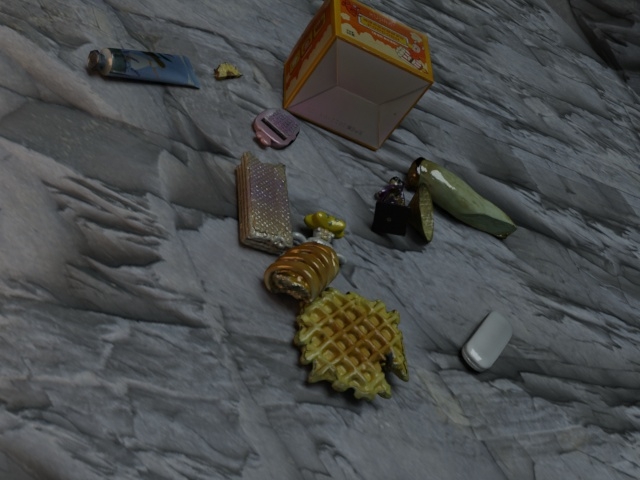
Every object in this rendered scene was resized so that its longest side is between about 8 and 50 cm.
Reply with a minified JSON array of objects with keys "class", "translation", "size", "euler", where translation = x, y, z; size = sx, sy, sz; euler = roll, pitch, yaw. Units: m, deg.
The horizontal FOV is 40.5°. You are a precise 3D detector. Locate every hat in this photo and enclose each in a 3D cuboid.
[{"class":"hat","translation":[0.227,-0.065,2.107],"size":[0.146,0.067,0.146],"euler":[-6,90,-70]}]

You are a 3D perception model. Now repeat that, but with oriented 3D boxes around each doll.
[{"class":"doll","translation":[-0.007,-0.003,1.873],"size":[0.135,0.071,0.113],"euler":[2,72,-29]}]

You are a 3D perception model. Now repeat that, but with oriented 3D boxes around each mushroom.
[{"class":"mushroom","translation":[0.363,-0.100,2.224],"size":[0.333,0.087,0.107],"euler":[35,40,-11]}]

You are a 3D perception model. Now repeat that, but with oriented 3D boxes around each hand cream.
[{"class":"hand cream","translation":[-0.385,-0.386,1.916],"size":[0.271,0.058,0.091],"euler":[-3,60,-46]}]

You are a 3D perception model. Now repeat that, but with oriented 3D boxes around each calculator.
[{"class":"calculator","translation":[-0.105,-0.263,2.047],"size":[0.103,0.024,0.166],"euler":[42,38,0]}]

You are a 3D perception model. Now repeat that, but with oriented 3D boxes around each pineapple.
[{"class":"pineapple","translation":[-0.227,-0.406,2.082],"size":[0.083,0.019,0.045],"euler":[-23,77,-48]}]

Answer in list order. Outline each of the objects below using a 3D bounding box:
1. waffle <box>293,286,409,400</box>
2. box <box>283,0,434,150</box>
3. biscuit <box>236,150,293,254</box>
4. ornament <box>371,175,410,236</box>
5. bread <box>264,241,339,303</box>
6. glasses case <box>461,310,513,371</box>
[{"class":"waffle","translation":[0.063,0.202,1.730],"size":[0.249,0.056,0.261],"euler":[15,47,-21]},{"class":"box","translation":[0.089,-0.420,2.155],"size":[0.283,0.259,0.214],"euler":[20,42,-23]},{"class":"biscuit","translation":[-0.119,-0.080,1.845],"size":[0.108,0.062,0.239],"euler":[17,47,-28]},{"class":"ornament","translation":[0.166,-0.096,2.082],"size":[0.081,0.088,0.203],"euler":[8,32,-1]},{"class":"bread","translation":[-0.035,0.059,1.749],"size":[0.119,0.084,0.177],"euler":[7,27,26]},{"class":"glasses case","translation":[0.380,0.227,1.970],"size":[0.076,0.049,0.197],"euler":[45,40,4]}]
